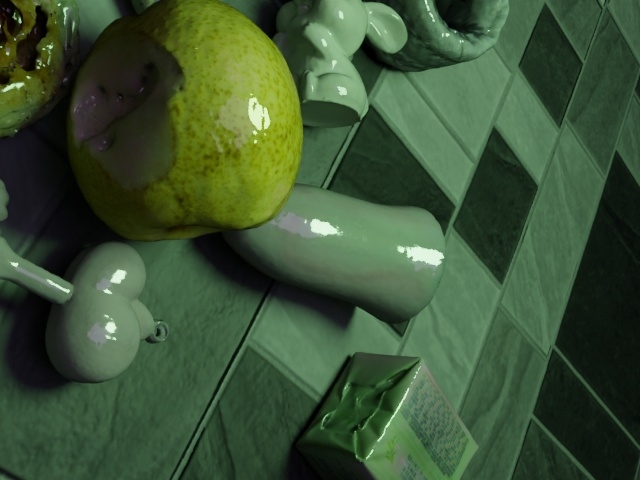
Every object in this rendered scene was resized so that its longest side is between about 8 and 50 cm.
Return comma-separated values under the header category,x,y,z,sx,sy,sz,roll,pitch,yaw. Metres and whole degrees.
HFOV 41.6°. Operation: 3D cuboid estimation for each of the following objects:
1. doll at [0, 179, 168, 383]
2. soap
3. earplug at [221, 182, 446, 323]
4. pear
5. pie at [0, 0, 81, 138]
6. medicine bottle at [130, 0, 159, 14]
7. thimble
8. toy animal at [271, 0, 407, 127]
category,x,y,z,sx,sy,sz,roll,pitch,yaw
doll,-0.300,0.035,0.854,0.365,0.094,0.160,34,56,-38
soap,0.098,0.286,1.186,0.182,0.138,0.199,-52,121,-32
earplug,0.000,0.000,1.117,0.301,0.172,0.173,16,75,-35
pear,-0.144,-0.126,0.909,0.271,0.271,0.271,5,83,-44
pie,-0.361,-0.226,0.822,0.308,0.085,0.309,5,83,-45
medicine bottle,-0.206,-0.312,0.997,0.059,0.059,0.231,-39,112,-39
thimble,0.171,-0.378,1.304,0.245,0.157,0.217,-34,112,-40
toy animal,0.019,-0.252,1.163,0.178,0.127,0.193,26,67,-42
